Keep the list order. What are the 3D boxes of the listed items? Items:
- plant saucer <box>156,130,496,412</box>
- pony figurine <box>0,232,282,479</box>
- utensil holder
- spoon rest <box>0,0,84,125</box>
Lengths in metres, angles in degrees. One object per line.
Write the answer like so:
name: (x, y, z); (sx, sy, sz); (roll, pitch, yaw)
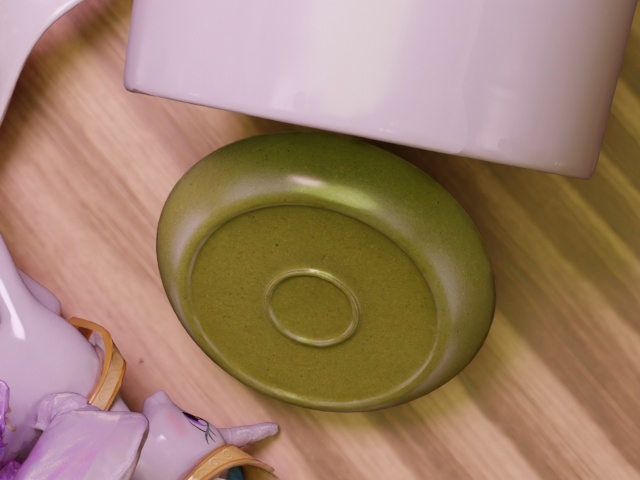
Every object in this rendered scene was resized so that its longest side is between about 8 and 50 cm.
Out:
plant saucer: (-0.003, 0.036, 0.940); (0.240, 0.037, 0.241); (8, 129, 11)
pony figurine: (-0.215, 0.126, 0.896); (0.363, 0.351, 0.303); (43, 130, -1)
utensil holder: (0.058, -0.253, 0.857); (0.327, 0.327, 0.386); (12, 96, 7)
spoon rest: (-0.246, -0.138, 1.014); (0.276, 0.084, 0.137); (-35, 87, 6)
